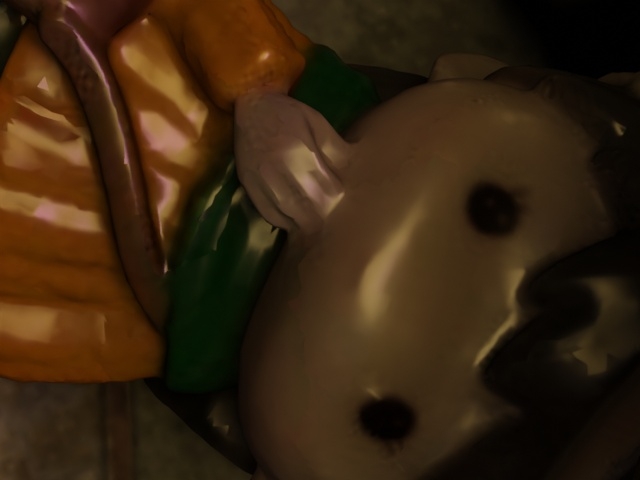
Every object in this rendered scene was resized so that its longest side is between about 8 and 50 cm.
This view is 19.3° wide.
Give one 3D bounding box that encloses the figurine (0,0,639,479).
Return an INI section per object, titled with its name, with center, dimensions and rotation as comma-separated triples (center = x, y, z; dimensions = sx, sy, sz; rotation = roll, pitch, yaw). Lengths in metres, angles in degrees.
[figurine]
center = -0.003, -0.002, 0.579
dimensions = 0.332, 0.204, 0.185
rotation = 24, 90, 15

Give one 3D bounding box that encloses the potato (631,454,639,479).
[potato]
center = 0.195, 0.033, 0.359
dimensions = 0.221, 0.243, 0.326
rotation = 26, 87, -56

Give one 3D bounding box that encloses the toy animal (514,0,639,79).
[toy animal]
center = 0.149, -0.152, 0.568
dimensions = 0.212, 0.267, 0.212
rotation = 2, 81, -13
